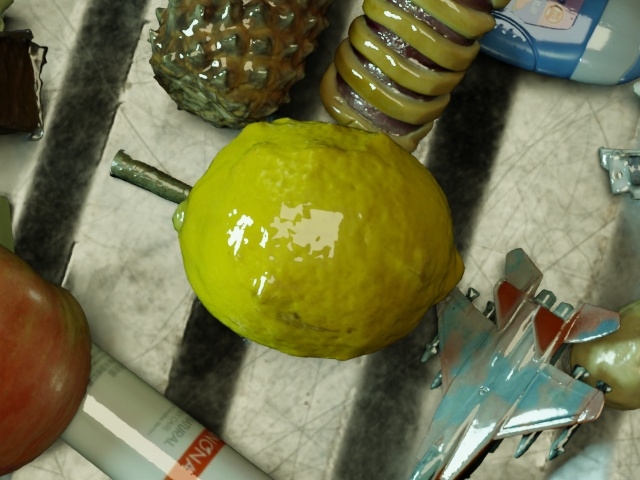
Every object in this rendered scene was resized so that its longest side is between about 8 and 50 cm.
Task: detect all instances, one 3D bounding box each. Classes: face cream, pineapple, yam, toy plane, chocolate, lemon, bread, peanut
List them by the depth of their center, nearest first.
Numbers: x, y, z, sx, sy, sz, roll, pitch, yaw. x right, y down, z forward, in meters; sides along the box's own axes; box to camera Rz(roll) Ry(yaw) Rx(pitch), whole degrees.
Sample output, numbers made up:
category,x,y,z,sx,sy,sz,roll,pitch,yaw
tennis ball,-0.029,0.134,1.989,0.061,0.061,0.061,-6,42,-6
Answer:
category,x,y,z,sx,sy,sz,roll,pitch,yaw
chocolate,-0.426,-0.142,1.208,0.321,0.112,0.112,-3,92,7
lemon,0.000,0.000,1.239,0.288,0.233,0.233,10,85,-3
toy plane,0.159,0.175,1.276,0.223,0.104,0.326,37,104,39
face cream,-0.131,0.237,1.280,0.345,0.102,0.102,36,86,4
peanut,0.387,0.106,1.286,0.274,0.111,0.125,-11,100,3
bread,0.089,-0.198,1.287,0.134,0.081,0.225,35,122,12
pineapple,-0.038,-0.287,1.314,0.175,0.175,0.361,29,73,3
toy plane,0.374,-0.097,1.317,0.174,0.080,0.174,-1,86,19
face cream,0.229,-0.245,1.330,0.264,0.083,0.149,25,78,3
yam,-0.158,-0.059,1.346,0.129,0.027,0.033,22,86,2

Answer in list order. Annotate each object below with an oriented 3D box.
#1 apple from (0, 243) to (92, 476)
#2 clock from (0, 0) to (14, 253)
category,x,y,z,sx,sy,sz,roll,pitch,yaw
apple,-0.374,0.096,1.179,0.293,0.163,0.251,43,99,6
clock,-0.448,-0.148,1.321,0.276,0.120,0.379,-4,89,3
